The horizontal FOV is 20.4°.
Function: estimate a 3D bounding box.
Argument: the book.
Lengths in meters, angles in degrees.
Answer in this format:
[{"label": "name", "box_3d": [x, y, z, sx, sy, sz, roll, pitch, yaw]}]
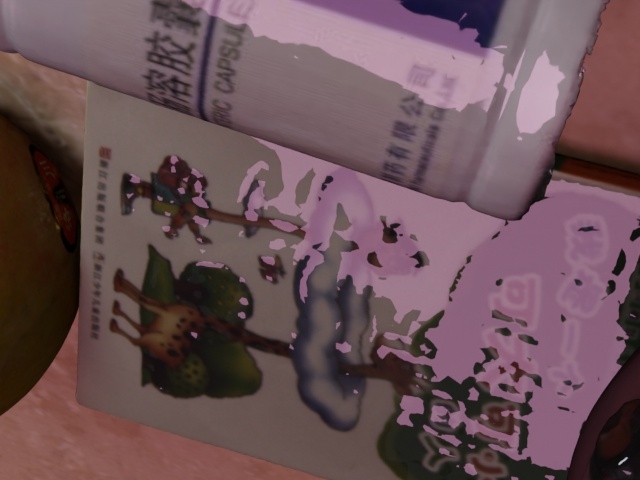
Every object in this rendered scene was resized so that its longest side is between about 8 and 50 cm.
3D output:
[{"label": "book", "box_3d": [0.032, 0.041, 1.046, 0.371, 0.043, 0.260, 14, 126, 10]}]

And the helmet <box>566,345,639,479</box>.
[{"label": "helmet", "box_3d": [0.250, 0.129, 0.914, 0.271, 0.197, 0.338, 38, 106, -22]}]

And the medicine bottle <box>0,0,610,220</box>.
[{"label": "medicine bottle", "box_3d": [-0.041, -0.147, 0.750, 0.332, 0.190, 0.190, 19, 147, 2]}]

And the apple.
[{"label": "apple", "box_3d": [-0.270, 0.011, 1.097, 0.261, 0.194, 0.261, 15, 144, 11]}]
